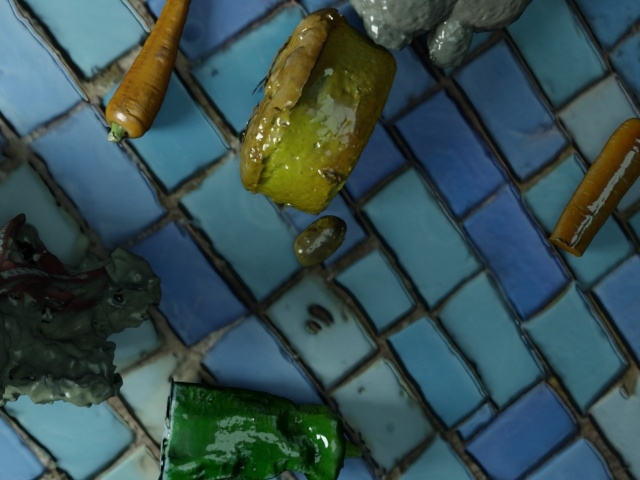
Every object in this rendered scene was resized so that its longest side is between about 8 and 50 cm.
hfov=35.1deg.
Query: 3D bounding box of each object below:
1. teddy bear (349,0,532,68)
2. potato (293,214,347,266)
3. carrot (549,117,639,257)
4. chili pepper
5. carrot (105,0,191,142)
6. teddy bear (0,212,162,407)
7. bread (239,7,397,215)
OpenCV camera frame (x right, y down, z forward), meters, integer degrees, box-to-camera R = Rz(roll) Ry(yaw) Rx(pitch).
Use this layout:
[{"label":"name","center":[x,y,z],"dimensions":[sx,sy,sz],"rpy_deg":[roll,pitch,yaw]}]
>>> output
[{"label":"teddy bear","center":[0.156,-0.343,1.315],"dimensions":[0.267,0.151,0.236],"rpy_deg":[-12,96,-15]},{"label":"potato","center":[0.000,0.000,1.359],"dimensions":[0.083,0.040,0.051],"rpy_deg":[-43,99,-9]},{"label":"carrot","center":[0.409,-0.082,1.452],"dimensions":[0.067,0.067,0.225],"rpy_deg":[35,87,-15]},{"label":"chili pepper","center":[-0.074,0.264,1.336],"dimensions":[0.270,0.099,0.136],"rpy_deg":[7,68,-10]},{"label":"carrot","center":[-0.206,-0.235,1.282],"dimensions":[0.061,0.061,0.256],"rpy_deg":[26,79,-16]},{"label":"teddy bear","center":[-0.370,0.078,1.101],"dimensions":[0.357,0.367,0.224],"rpy_deg":[32,99,-11]},{"label":"bread","center":[-0.001,-0.164,1.292],"dimensions":[0.160,0.147,0.260],"rpy_deg":[30,86,-13]}]
